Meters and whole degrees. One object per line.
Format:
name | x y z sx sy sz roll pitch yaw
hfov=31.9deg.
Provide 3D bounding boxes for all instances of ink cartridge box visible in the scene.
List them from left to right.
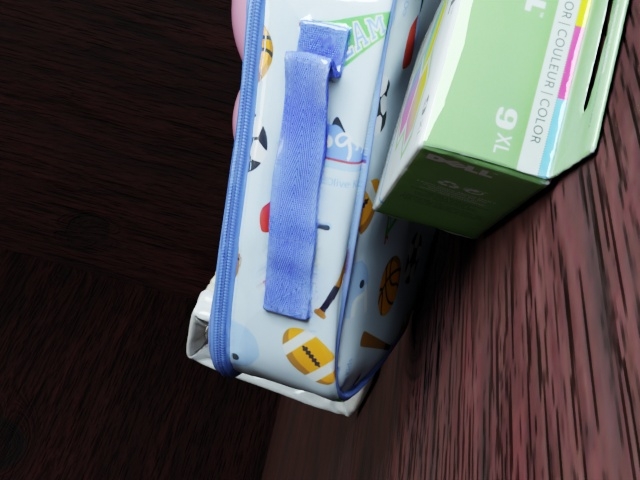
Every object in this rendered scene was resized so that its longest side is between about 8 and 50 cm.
ink cartridge box | 0.079 -0.074 0.527 0.209 0.062 0.109 117 169 -80

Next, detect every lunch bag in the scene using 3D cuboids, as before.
lunch bag | 0.015 -0.062 0.719 0.243 0.115 0.303 -35 -46 -65

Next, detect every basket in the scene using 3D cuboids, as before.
basket | -0.025 0.072 1.015 0.113 0.167 0.103 108 -178 -60

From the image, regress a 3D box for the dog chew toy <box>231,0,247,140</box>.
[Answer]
dog chew toy | 0.016 -0.114 0.952 0.206 0.207 0.331 112 165 -77
